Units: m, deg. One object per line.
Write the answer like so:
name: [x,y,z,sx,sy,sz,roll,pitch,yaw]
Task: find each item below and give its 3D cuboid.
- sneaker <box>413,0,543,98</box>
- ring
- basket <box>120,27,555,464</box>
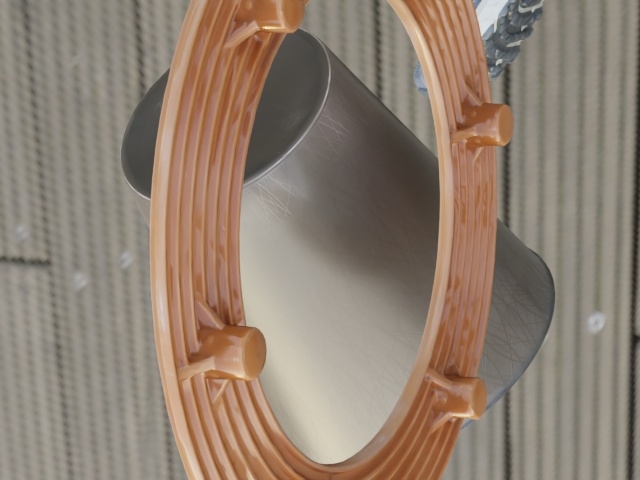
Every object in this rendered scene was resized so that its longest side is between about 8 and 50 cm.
sneaker: [0.138,-0.248,1.629,0.122,0.110,0.283,28,89,18]
ring: [0.023,-0.008,0.892,0.032,0.336,0.337,4,114,27]
basket: [0.000,0.000,1.113,0.204,0.154,0.227,-32,131,3]
